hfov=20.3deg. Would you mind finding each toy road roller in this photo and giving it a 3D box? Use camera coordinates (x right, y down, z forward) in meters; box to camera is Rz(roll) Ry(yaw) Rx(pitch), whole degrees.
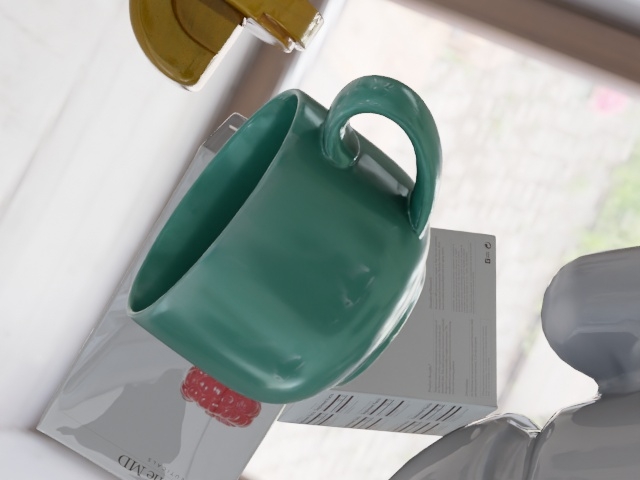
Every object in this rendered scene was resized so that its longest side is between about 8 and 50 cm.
[{"bbox_3d":[-0.141,-0.296,1.773,0.240,0.329,0.202,-56,-177,-2],"label":"toy road roller"}]

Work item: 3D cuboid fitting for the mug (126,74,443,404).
[{"bbox_3d":[-0.006,0.008,0.802,0.129,0.097,0.158,-59,-164,-21],"label":"mug"}]

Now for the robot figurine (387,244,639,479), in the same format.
[{"bbox_3d":[0.147,0.142,0.557,0.200,0.353,0.300,32,51,-64],"label":"robot figurine"}]

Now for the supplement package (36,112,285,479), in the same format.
[{"bbox_3d":[-0.087,0.067,1.562,0.293,0.177,0.175,-59,-178,15],"label":"supplement package"}]

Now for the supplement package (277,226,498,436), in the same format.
[{"bbox_3d":[0.068,0.094,1.900,0.149,0.203,0.194,130,-36,-65],"label":"supplement package"}]
